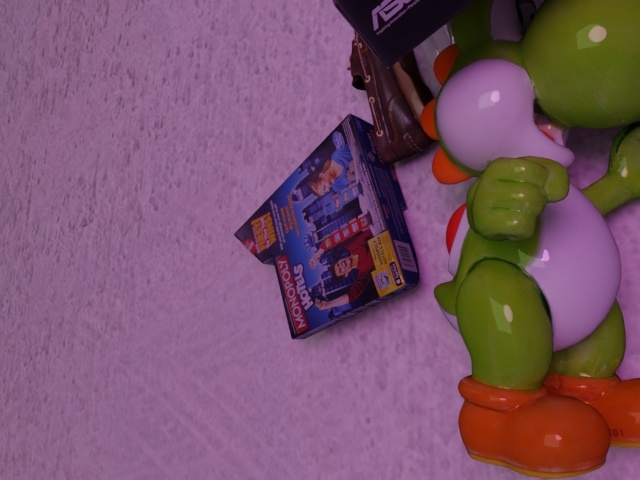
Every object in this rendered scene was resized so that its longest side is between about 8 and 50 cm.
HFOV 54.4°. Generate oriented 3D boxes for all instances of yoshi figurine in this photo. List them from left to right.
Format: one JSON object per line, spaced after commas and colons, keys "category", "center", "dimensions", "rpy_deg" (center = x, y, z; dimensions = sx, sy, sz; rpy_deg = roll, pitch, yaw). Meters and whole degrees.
{"category": "yoshi figurine", "center": [0.181, -0.036, 0.438], "dimensions": [0.203, 0.203, 0.362], "rpy_deg": [-6, 81, 6]}

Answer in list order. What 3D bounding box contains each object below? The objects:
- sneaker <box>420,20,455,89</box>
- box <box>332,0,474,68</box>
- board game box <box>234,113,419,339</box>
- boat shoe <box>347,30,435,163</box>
{"category": "sneaker", "center": [0.148, -0.184, 0.586], "dimensions": [0.094, 0.080, 0.212], "rpy_deg": [-25, 75, 27]}
{"category": "box", "center": [0.144, -0.248, 0.413], "dimensions": [0.270, 0.060, 0.216], "rpy_deg": [-33, 20, 32]}
{"category": "board game box", "center": [0.000, 0.000, 0.669], "dimensions": [0.194, 0.060, 0.194], "rpy_deg": [-30, 63, 32]}
{"category": "boat shoe", "center": [0.062, -0.179, 0.649], "dimensions": [0.073, 0.073, 0.207], "rpy_deg": [-28, 63, 30]}
